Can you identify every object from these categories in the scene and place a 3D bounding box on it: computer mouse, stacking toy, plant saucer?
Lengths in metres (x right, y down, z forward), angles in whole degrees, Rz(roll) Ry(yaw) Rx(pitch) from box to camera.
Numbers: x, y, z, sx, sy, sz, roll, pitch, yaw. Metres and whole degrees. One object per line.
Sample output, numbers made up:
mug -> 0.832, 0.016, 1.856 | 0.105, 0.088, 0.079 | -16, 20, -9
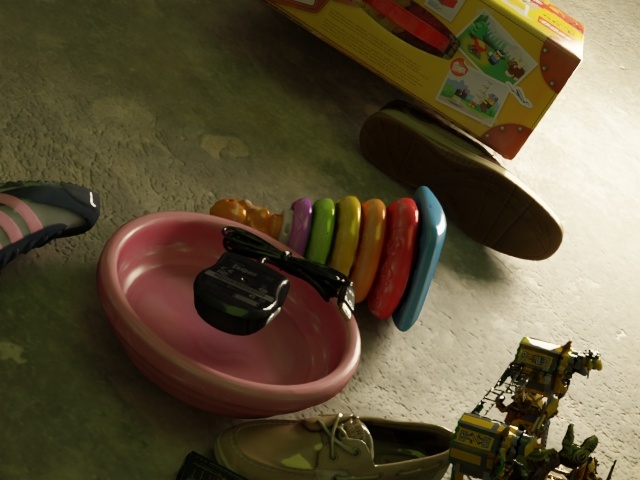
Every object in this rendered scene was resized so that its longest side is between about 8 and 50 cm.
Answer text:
computer mouse -> -0.054, 0.073, 1.845 | 0.184, 0.060, 0.262 | 22, 19, -1
stacking toy -> 0.000, 0.000, 2.082 | 0.301, 0.166, 0.175 | 13, 24, -9
plant saucer -> -0.116, 0.097, 1.894 | 0.332, 0.084, 0.332 | 21, 31, -13

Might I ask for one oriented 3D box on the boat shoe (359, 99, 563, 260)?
boat shoe -> 0.225, -0.101, 2.375 | 0.342, 0.123, 0.123 | 32, 37, 8

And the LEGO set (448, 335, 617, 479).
LEGO set -> 0.282, 0.272, 1.872 | 0.192, 0.255, 0.331 | 15, 19, 21

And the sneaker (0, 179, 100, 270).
sneaker -> -0.386, 0.009, 1.822 | 0.319, 0.112, 0.131 | -6, 68, -37

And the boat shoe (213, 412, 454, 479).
boat shoe -> 0.022, 0.241, 1.845 | 0.302, 0.098, 0.109 | 10, 42, -28

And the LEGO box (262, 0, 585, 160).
LEGO box -> 0.152, -0.370, 2.478 | 0.500, 0.193, 0.372 | 33, 18, 0

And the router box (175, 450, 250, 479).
router box -> -0.107, 0.297, 1.736 | 0.122, 0.038, 0.092 | 28, 36, -6
